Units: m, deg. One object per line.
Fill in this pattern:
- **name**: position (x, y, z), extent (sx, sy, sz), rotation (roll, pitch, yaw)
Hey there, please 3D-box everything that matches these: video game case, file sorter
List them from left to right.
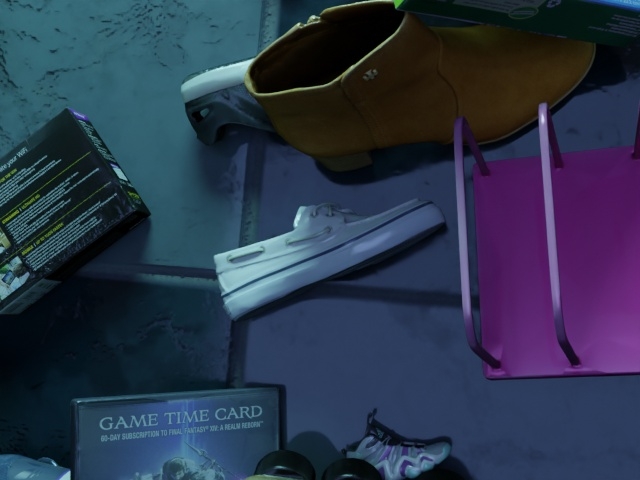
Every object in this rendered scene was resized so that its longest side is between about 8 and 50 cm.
- **video game case**: position (-0.124, 0.274, 0.775), extent (0.196, 0.026, 0.274), rotation (2, 83, -30)
- **file sorter**: position (0.258, -0.006, 0.677), extent (0.291, 0.182, 0.202), rotation (-5, 74, 18)

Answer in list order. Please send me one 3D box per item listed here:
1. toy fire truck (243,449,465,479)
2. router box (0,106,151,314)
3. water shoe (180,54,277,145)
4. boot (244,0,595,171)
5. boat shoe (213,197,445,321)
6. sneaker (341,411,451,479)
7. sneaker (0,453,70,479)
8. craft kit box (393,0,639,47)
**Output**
- **toy fire truck**: position (0.023, 0.335, 0.743), extent (0.217, 0.158, 0.246), rotation (6, 112, 1)
- **router box**: position (-0.282, -0.029, 0.880), extent (0.179, 0.046, 0.133), rotation (-36, 79, 5)
- **water shoe**: position (-0.032, -0.146, 0.844), extent (0.203, 0.073, 0.080), rotation (-11, 105, 13)
- **boot**: position (0.096, -0.148, 0.734), extent (0.295, 0.211, 0.104), rotation (-22, 73, 8)
- **boat shoe**: position (0.000, 0.000, 0.807), extent (0.226, 0.083, 0.075), rotation (-24, 82, 8)
- **sneaker**: position (0.066, 0.188, 0.801), extent (0.098, 0.038, 0.069), rotation (-26, 82, 7)
- **sneaker**: position (-0.301, 0.364, 0.819), extent (0.237, 0.130, 0.322), rotation (-2, 90, 21)
- **craft kit box**: position (0.145, -0.286, 0.708), extent (0.250, 0.061, 0.246), rotation (1, 69, -31)
